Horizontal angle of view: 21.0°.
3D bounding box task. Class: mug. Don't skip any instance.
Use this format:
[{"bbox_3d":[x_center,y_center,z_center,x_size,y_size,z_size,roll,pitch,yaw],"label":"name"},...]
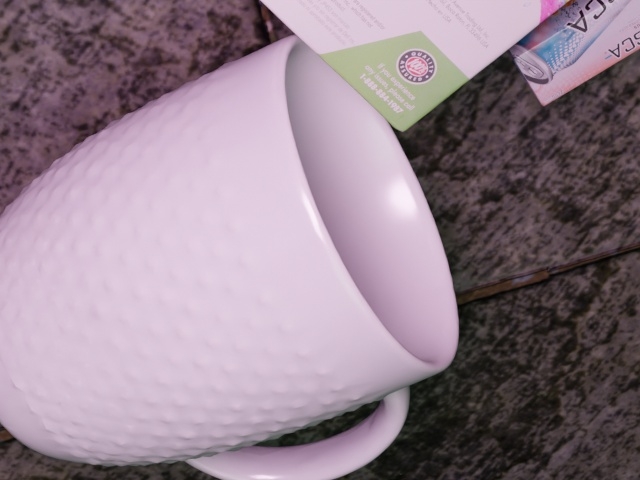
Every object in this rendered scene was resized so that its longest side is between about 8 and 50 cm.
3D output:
[{"bbox_3d":[-0.076,0.064,1.357,0.328,0.276,0.374,-24,126,19],"label":"mug"}]

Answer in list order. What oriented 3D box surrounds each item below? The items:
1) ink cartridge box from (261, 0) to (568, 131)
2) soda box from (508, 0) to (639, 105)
[{"bbox_3d":[0.122,-0.271,1.253,0.353,0.119,0.207,-38,129,16],"label":"ink cartridge box"},{"bbox_3d":[0.238,-0.189,1.398,0.183,0.058,0.063,-32,130,9],"label":"soda box"}]
